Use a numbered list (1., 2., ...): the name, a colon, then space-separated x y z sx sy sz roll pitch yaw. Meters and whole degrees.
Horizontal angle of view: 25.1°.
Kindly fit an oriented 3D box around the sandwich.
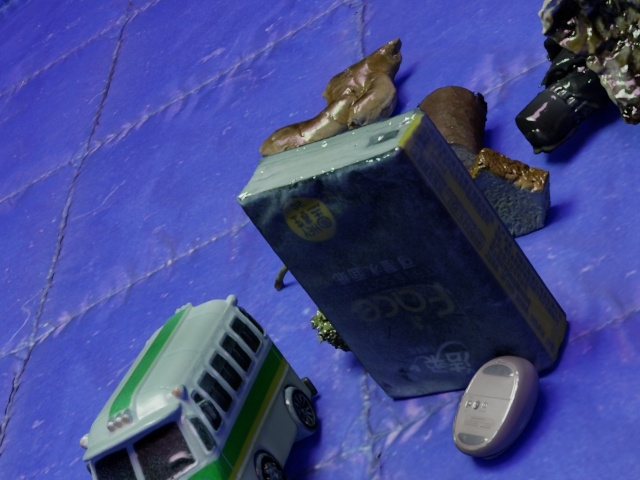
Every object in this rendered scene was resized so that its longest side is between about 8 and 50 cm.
1. sandwich: 0.177 -0.035 1.419 0.105 0.093 0.035 -58 10 42

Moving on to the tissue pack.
1. tissue pack: 0.075 0.016 1.255 0.185 0.257 0.081 -15 34 39

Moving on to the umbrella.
1. umbrella: 0.317 -0.236 1.502 0.337 0.128 0.154 -40 30 2

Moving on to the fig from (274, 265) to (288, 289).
1. fig: 0.013 0.006 1.565 0.166 0.093 0.093 -62 24 14

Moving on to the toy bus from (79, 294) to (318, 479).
1. toy bus: -0.111 0.172 1.296 0.134 0.164 0.276 -30 12 19

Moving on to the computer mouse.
1. computer mouse: 0.151 0.142 1.211 0.066 0.039 0.096 3 62 52

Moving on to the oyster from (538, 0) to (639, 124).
1. oyster: 0.351 -0.213 1.376 0.223 0.083 0.214 -42 71 -4

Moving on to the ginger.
1. ginger: 0.019 -0.165 1.815 0.214 0.059 0.133 -28 37 21

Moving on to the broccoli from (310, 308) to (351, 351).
1. broccoli: 0.047 0.064 1.407 0.097 0.095 0.092 -58 30 28

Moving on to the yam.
1. yam: 0.140 -0.108 1.560 0.084 0.084 0.127 -25 27 23
